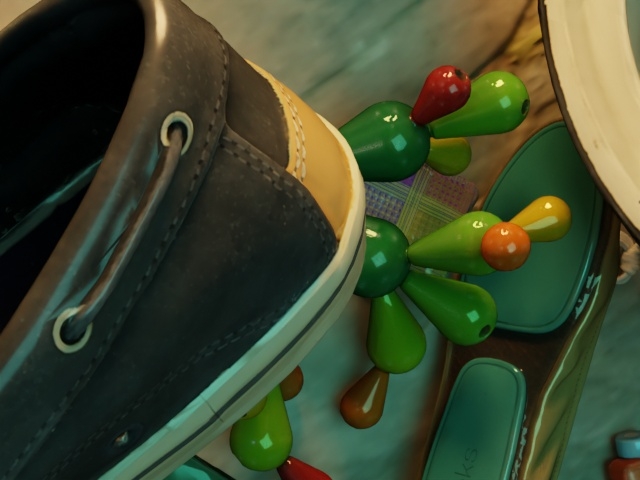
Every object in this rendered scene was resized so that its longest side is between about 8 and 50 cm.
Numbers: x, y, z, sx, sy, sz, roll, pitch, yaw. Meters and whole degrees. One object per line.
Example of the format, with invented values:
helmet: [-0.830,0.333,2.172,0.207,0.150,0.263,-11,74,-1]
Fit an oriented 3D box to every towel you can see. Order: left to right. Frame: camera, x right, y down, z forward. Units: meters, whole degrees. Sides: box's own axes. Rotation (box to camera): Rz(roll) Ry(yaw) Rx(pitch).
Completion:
towel: [0.036,-0.014,0.690,0.083,0.009,0.060,23,85,-20]

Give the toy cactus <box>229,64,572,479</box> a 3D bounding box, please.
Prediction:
toy cactus: [0.000,0.000,0.630,0.180,0.112,0.219,34,100,-3]

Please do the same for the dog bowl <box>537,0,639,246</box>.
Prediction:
dog bowl: [0.312,-0.107,0.617,0.408,0.408,0.150,-65,153,-7]

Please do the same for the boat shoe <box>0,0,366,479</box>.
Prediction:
boat shoe: [-0.197,0.095,0.485,0.500,0.187,0.156,-43,138,-9]

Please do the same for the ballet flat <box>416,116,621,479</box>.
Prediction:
ballet flat: [0.102,0.054,0.695,0.073,0.080,0.232,21,87,-53]

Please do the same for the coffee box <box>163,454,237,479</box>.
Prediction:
coffee box: [-0.043,0.176,0.651,0.184,0.040,0.113,34,81,-19]

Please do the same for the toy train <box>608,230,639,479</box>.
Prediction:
toy train: [0.197,0.073,0.737,0.125,0.046,0.166,-9,96,-21]
